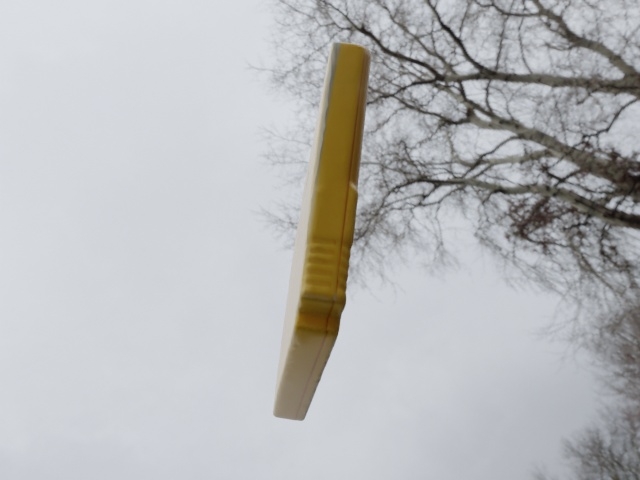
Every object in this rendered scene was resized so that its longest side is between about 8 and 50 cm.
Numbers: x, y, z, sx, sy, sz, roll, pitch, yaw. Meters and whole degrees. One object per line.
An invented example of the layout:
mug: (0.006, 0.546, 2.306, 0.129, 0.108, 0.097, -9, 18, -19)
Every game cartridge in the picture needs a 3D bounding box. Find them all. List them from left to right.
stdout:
game cartridge: (0.000, 0.000, 0.668, 0.052, 0.324, 0.285, 8, -32, -4)
